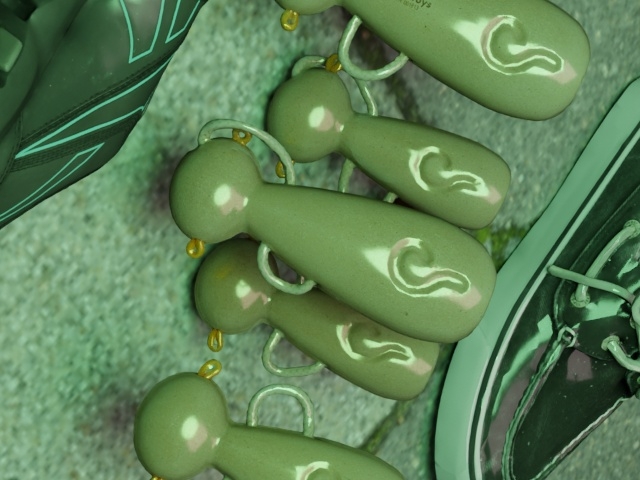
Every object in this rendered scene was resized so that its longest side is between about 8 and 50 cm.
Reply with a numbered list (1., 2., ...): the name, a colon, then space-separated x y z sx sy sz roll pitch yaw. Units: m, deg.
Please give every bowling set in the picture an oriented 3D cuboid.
1. bowling set: 0.000 0.000 0.797 0.154 0.200 0.287 23 84 -3

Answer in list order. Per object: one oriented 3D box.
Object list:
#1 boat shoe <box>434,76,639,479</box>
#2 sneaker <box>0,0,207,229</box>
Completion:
1. boat shoe: 0.182 0.040 0.976 0.306 0.105 0.113 -55 133 -13
2. sneaker: -0.104 -0.100 0.688 0.267 0.101 0.106 -46 153 -22
